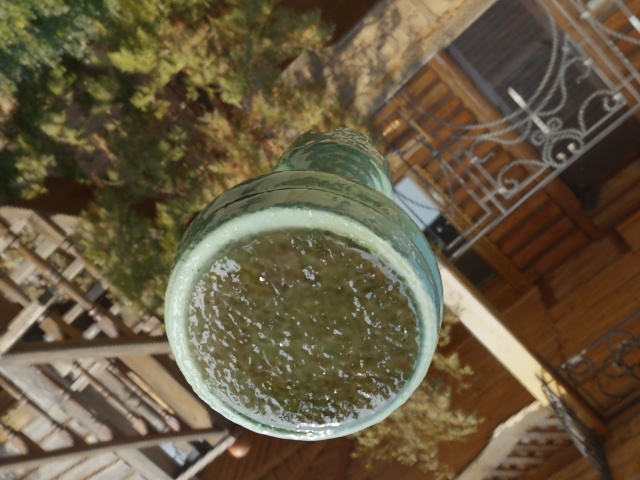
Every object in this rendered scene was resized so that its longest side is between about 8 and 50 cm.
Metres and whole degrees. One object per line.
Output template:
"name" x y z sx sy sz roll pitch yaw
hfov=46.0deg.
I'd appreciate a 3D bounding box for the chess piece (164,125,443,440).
"chess piece" 0.000 0.000 0.626 0.194 0.194 0.299 -41 -166 21
